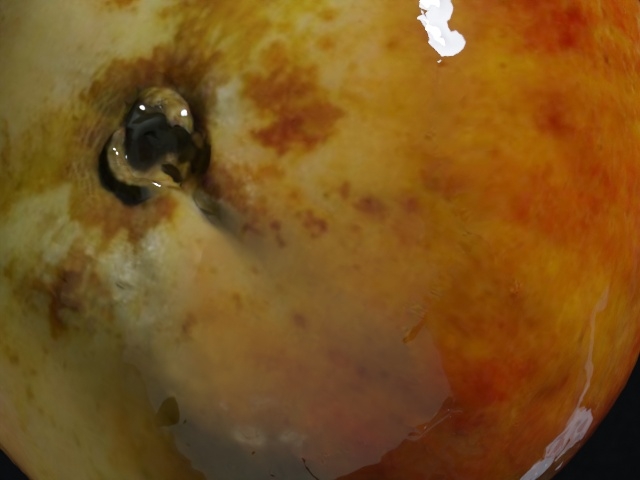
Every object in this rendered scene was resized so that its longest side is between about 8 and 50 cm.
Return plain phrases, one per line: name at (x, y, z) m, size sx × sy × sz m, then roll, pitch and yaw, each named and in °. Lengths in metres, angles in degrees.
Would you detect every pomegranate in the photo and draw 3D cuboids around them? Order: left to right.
pomegranate at (0.000, 0.000, 0.666) m, size 0.229 × 0.270 × 0.252 m, roll 21°, pitch -99°, yaw 26°
